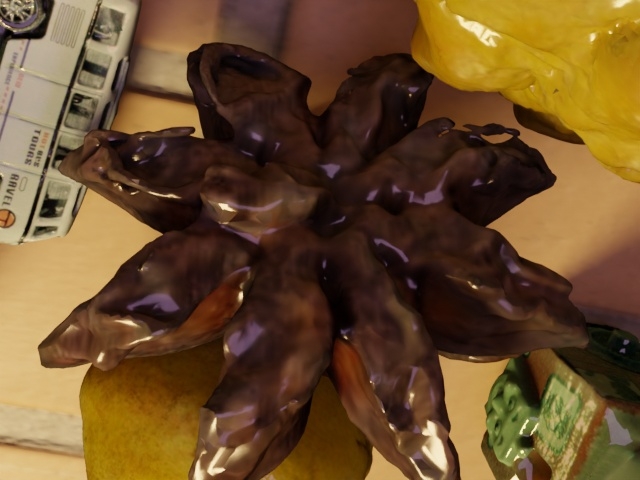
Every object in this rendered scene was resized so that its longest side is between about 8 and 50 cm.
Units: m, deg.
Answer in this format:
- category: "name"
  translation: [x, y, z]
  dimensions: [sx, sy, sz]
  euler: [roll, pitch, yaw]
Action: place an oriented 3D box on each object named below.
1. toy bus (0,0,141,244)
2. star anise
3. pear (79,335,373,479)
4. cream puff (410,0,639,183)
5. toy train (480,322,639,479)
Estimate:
- category: "toy bus"
  translation: [-0.175, -0.086, 0.570]
  dimensions: [0.089, 0.087, 0.194]
  euler: [16, 105, -20]
- category: "star anise"
  translation: [0.000, 0.002, 0.509]
  dimensions: [0.331, 0.332, 0.117]
  euler: [-2, 151, -4]
- category: "pear"
  translation: [-0.064, 0.137, 0.596]
  dimensions: [0.200, 0.200, 0.200]
  euler: [-1, 108, -4]
- category: "cream puff"
  translation: [0.197, -0.135, 0.462]
  dimensions: [0.291, 0.324, 0.257]
  euler: [-48, 129, -18]
- category: "toy train"
  translation: [0.282, 0.159, 0.649]
  dimensions: [0.326, 0.159, 0.129]
  euler: [15, 108, -11]
